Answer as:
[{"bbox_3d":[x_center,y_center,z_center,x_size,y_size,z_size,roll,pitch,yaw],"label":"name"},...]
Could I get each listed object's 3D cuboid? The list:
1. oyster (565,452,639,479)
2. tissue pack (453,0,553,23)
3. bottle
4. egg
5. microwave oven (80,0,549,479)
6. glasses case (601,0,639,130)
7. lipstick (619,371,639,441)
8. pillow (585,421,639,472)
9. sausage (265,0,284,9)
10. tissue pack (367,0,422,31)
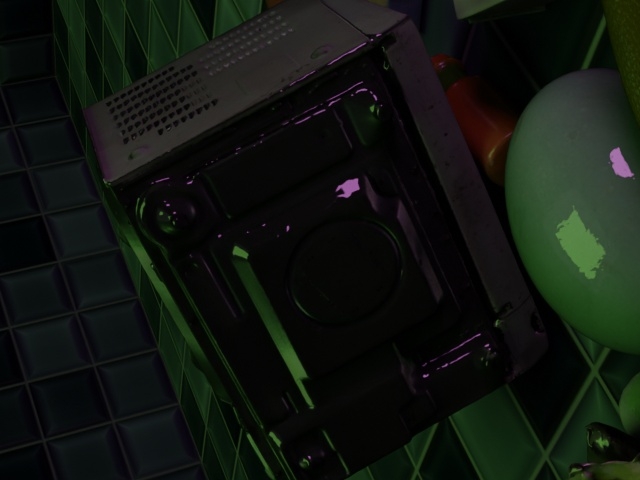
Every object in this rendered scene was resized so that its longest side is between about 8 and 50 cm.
[{"bbox_3d":[0.319,0.284,0.875,0.201,0.107,0.354,-38,81,37],"label":"oyster"},{"bbox_3d":[0.184,-0.269,0.968,0.246,0.092,0.148,179,80,-70],"label":"tissue pack"},{"bbox_3d":[0.151,-0.126,1.192,0.187,0.069,0.069,-121,26,-47],"label":"bottle"},{"bbox_3d":[0.224,-0.024,0.906,0.168,0.168,0.231,109,145,-57],"label":"egg"},{"bbox_3d":[0.000,0.000,1.194,0.394,0.333,0.247,63,174,-28],"label":"microwave oven"},{"bbox_3d":[0.258,-0.183,0.753,0.173,0.141,0.371,-173,71,-70],"label":"glasses case"},{"bbox_3d":[0.329,0.144,0.871,0.304,0.076,0.076,-175,72,-70],"label":"lipstick"},{"bbox_3d":[0.269,0.208,1.021,0.093,0.051,0.241,24,164,27],"label":"pillow"},{"bbox_3d":[0.008,-0.228,1.459,0.113,0.113,0.259,133,122,-67],"label":"sausage"},{"bbox_3d":[0.074,-0.270,1.320,0.074,0.058,0.094,-126,29,-44],"label":"tissue pack"}]
